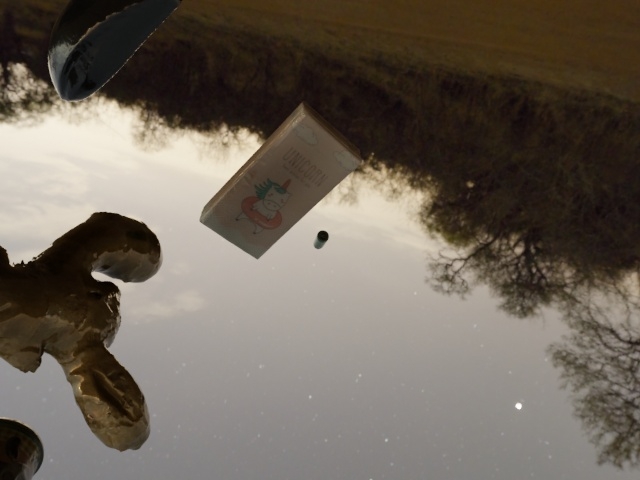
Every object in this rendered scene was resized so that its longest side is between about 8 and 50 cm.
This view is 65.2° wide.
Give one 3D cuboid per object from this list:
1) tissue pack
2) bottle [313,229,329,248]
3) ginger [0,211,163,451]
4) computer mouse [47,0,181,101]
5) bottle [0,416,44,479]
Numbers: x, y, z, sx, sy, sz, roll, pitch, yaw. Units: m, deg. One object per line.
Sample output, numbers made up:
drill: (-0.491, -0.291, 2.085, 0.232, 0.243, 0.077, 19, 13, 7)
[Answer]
tissue pack: (-0.085, -0.114, 1.041, 0.170, 0.325, 0.071, 38, -157, -27)
bottle: (0.000, 0.000, 1.240, 0.030, 0.030, 0.083, 15, 163, -5)
ginger: (-0.343, 0.069, 0.672, 0.122, 0.363, 0.348, -12, 146, 22)
computer mouse: (-0.315, -0.322, 0.728, 0.086, 0.269, 0.138, 37, -163, -50)
bottle: (-0.478, 0.377, 0.669, 0.156, 0.143, 0.271, 35, -170, -21)
